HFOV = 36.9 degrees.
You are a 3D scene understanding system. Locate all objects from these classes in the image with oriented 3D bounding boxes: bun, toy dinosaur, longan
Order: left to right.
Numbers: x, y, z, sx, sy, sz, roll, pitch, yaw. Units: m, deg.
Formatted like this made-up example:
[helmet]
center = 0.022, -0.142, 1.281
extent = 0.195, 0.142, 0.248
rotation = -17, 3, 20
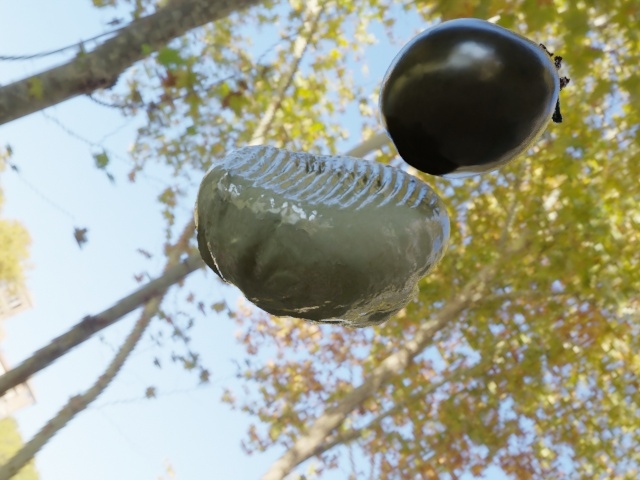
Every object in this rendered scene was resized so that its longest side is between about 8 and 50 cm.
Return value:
[bun]
center = 0.000, 0.000, 1.381
extent = 0.365, 0.365, 0.219
rotation = 35, -58, 45
[longan]
center = 0.203, -0.197, 1.307
extent = 0.248, 0.248, 0.248
rotation = 43, -32, 36
[toy dinosaur]
center = 0.372, -0.254, 1.554
extent = 0.049, 0.055, 0.154
rotation = 3, -47, 35
